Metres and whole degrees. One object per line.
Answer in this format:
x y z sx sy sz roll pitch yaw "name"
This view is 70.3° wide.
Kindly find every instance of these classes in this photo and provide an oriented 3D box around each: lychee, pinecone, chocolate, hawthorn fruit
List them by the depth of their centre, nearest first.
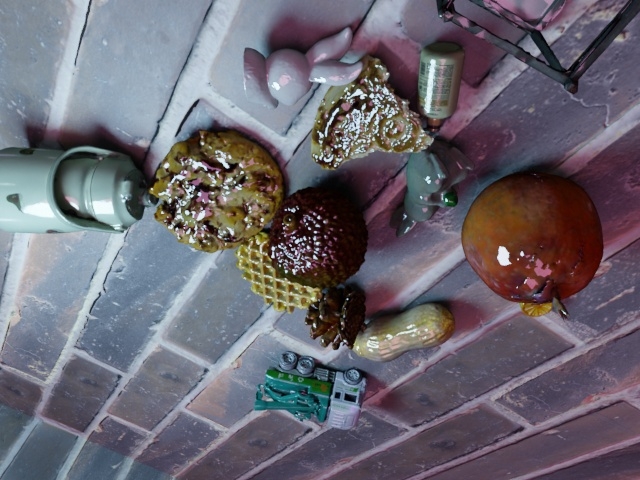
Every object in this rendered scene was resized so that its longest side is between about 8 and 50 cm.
0.440 0.023 0.927 0.275 0.308 0.276 -3 135 -2 "hawthorn fruit"
0.000 0.000 1.049 0.235 0.236 0.271 -22 144 27 "lychee"
0.043 0.210 1.248 0.150 0.179 0.195 34 149 -16 "pinecone"
0.231 0.264 1.280 0.309 0.134 0.134 -22 122 25 "chocolate"

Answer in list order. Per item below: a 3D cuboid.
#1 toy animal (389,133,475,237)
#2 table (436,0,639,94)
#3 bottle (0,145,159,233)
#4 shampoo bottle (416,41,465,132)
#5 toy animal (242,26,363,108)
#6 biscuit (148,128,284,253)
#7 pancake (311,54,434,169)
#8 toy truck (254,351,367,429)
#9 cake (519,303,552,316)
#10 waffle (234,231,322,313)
0.229 -0.104 1.000 0.125 0.127 0.251 8 146 -10 "toy animal"
0.334 -0.429 0.585 0.222 0.272 0.335 24 130 -9 "table"
-0.580 -0.114 1.088 0.351 0.229 0.229 3 130 2 "bottle"
0.223 -0.281 0.859 0.079 0.079 0.162 4 130 9 "shampoo bottle"
-0.034 -0.320 0.874 0.220 0.104 0.131 -6 159 -1 "toy animal"
-0.250 -0.103 1.080 0.289 0.081 0.334 37 115 -24 "biscuit"
0.107 -0.230 0.920 0.244 0.057 0.266 26 134 8 "pancake"
-0.031 0.508 1.513 0.363 0.178 0.177 10 130 1 "toy truck"
0.556 0.158 1.176 0.084 0.044 0.084 5 130 6 "cake"
-0.115 0.081 1.215 0.249 0.056 0.253 -20 106 37 "waffle"
